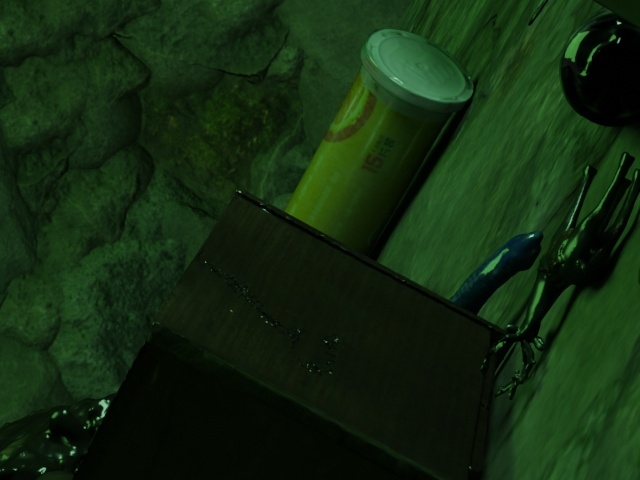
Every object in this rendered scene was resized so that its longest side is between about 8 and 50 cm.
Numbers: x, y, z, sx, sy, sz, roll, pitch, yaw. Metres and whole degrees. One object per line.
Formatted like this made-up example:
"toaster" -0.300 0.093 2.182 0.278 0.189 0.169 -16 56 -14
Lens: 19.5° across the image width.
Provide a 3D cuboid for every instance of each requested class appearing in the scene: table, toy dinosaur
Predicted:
"table" -0.020 0.110 0.905 0.169 0.172 0.193 -61 1 20
"toy dinosaur" 0.021 0.102 1.025 0.247 0.075 0.188 -43 -5 -19

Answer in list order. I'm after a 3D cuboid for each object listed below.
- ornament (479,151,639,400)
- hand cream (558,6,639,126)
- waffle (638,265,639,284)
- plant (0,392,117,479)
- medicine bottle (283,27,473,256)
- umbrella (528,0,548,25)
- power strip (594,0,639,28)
"ornament" 0.113 0.019 0.873 0.125 0.028 0.073 -61 4 -4
"hand cream" 0.158 -0.099 0.988 0.086 0.055 0.235 -59 -2 12
"waffle" 0.184 -0.089 0.485 0.329 0.062 0.329 -62 3 6
"plant" -0.154 0.212 1.288 0.194 0.182 0.320 -40 15 -23
"medicine bottle" 0.000 0.000 1.762 0.426 0.108 0.108 -60 5 32
"umbrella" 0.198 -0.224 1.401 0.149 0.022 0.022 -58 0 0
"power strip" 0.179 -0.184 0.830 0.070 0.105 0.257 -51 11 48
